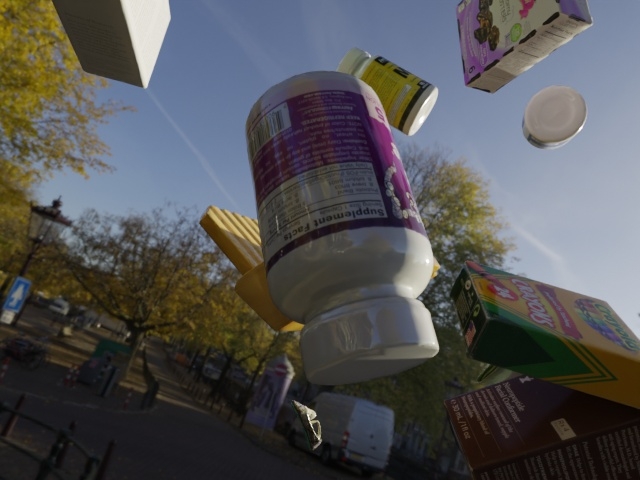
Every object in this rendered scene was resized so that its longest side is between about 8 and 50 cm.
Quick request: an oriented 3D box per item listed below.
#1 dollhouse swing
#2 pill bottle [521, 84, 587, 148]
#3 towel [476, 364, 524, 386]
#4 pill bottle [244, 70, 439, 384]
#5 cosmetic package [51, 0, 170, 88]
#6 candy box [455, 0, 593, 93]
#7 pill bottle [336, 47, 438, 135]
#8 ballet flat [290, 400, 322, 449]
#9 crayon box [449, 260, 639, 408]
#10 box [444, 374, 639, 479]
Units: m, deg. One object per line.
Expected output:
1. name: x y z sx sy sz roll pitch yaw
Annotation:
1. dollhouse swing: 0.000 0.000 0.937 0.315 0.305 0.347 -35 -21 18
2. pill bottle: 0.487 -0.251 1.012 0.112 0.112 0.187 15 9 18
3. towel: 0.532 0.273 0.996 0.325 0.248 0.038 24 28 -14
4. pill bottle: 0.020 -0.014 0.504 0.169 0.301 0.169 -10 -27 -5
5. cosmetic package: -0.442 -0.553 1.003 0.162 0.230 0.453 14 -17 -9
6. candy box: 0.313 -0.362 0.766 0.070 0.164 0.196 5 -16 -24
7. pill bottle: 0.141 -0.332 1.058 0.208 0.119 0.119 34 -14 13
8. ballet flat: -0.024 0.363 0.960 0.041 0.041 0.114 -2 -68 53
9. crayon box: 0.388 0.148 0.779 0.319 0.081 0.202 17 23 -1
10. box: 0.432 0.327 0.832 0.382 0.143 0.191 -19 15 5
